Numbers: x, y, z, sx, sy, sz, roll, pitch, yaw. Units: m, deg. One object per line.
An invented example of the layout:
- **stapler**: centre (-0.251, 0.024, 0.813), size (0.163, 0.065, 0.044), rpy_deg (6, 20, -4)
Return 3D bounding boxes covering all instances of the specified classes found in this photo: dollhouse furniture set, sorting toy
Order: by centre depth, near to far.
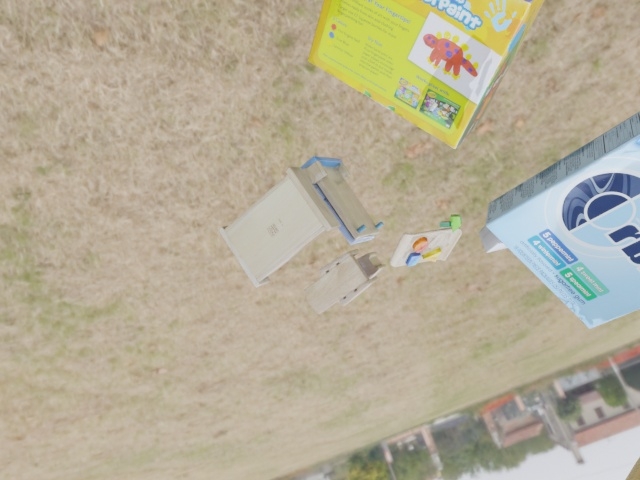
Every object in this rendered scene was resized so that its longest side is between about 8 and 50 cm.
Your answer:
- **sorting toy**: centre (0.108, 0.002, 0.583), size (0.062, 0.012, 0.083), rpy_deg (-5, 147, -15)
- **dollhouse furniture set**: centre (0.000, 0.000, 1.219), size (0.198, 0.286, 0.303), rpy_deg (-38, 171, 24)

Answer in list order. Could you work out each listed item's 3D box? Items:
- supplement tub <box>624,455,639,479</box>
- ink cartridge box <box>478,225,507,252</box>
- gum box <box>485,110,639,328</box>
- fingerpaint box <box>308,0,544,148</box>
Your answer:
- **supplement tub**: centre (0.340, 0.270, 0.457), size (0.316, 0.228, 0.228), rpy_deg (-36, 168, -30)
- **ink cartridge box**: centre (0.240, -0.020, 0.652), size (0.115, 0.029, 0.063), rpy_deg (-11, 160, -17)
- **gum box**: centre (0.267, -0.017, 0.510), size (0.184, 0.157, 0.041), rpy_deg (-36, -161, 40)
- **fingerpaint box**: centre (0.230, -0.496, 1.380), size (0.163, 0.445, 0.371), rpy_deg (-42, 160, -42)
